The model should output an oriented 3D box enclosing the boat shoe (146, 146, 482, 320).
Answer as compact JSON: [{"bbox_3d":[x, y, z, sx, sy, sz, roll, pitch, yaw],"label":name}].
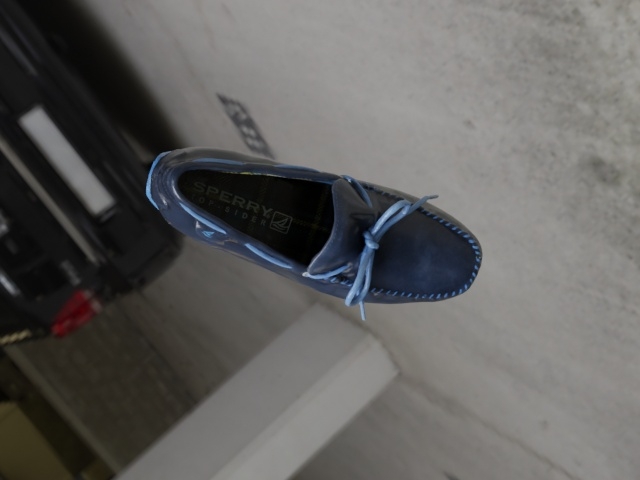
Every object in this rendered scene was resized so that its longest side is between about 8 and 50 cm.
[{"bbox_3d":[0.000,0.000,0.851,0.258,0.109,0.089,9,-179,-13],"label":"boat shoe"}]
